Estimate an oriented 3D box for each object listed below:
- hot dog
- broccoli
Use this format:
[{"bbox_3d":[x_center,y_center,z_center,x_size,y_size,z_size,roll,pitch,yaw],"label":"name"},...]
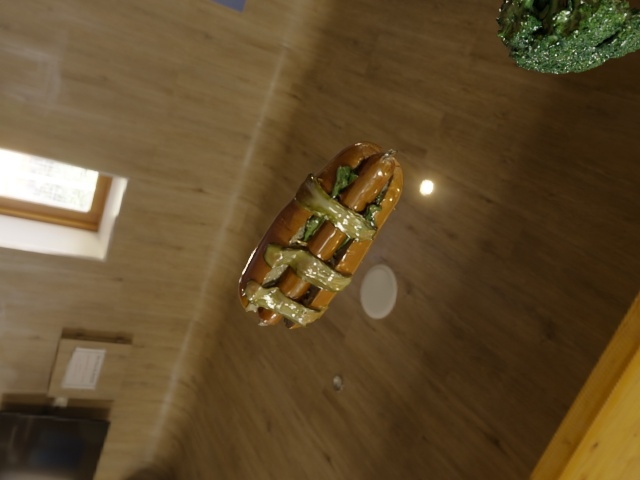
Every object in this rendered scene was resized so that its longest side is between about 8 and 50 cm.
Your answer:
[{"bbox_3d":[0.000,0.000,0.630,0.269,0.109,0.072,-54,-161,27],"label":"hot dog"},{"bbox_3d":[0.459,-0.434,1.071,0.245,0.265,0.294,81,-13,-49],"label":"broccoli"}]
